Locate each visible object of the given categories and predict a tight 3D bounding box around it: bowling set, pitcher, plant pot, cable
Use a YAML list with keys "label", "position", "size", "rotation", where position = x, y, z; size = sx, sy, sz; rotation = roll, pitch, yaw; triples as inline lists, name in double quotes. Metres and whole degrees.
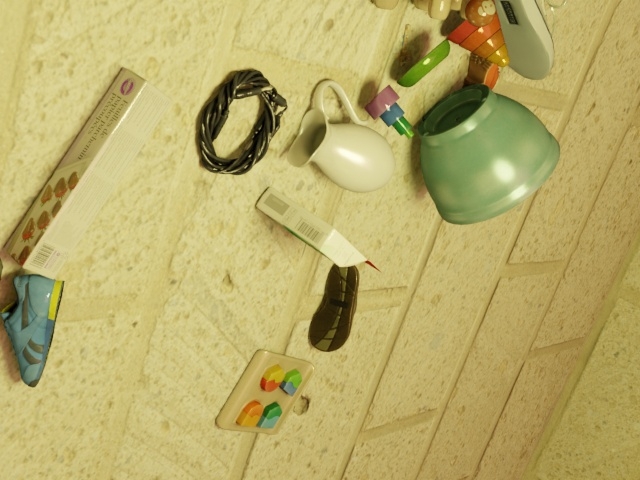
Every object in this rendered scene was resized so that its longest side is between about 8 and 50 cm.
- label: "bowling set"
  position: [0.253, -0.483, 1.503]
  size: [0.287, 0.200, 0.154]
  rotation: [-17, 125, -45]
- label: "pitcher"
  position: [0.051, -0.190, 1.555]
  size: [0.207, 0.125, 0.177]
  rotation: [19, 85, -41]
- label: "plant pot"
  position: [0.327, -0.203, 1.744]
  size: [0.293, 0.293, 0.196]
  rotation: [-46, 116, -15]
- label: "cable"
  position: [-0.135, -0.193, 1.388]
  size: [0.184, 0.047, 0.150]
  rotation: [-51, 143, -7]

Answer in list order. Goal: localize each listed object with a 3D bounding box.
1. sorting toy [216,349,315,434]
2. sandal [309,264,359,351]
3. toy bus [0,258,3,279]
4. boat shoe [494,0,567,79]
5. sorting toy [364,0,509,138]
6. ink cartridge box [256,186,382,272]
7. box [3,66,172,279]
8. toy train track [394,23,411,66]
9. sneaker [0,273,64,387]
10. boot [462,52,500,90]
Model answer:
- label: "sorting toy"
  position: [-0.111, 0.340, 1.808]
  size: [0.208, 0.038, 0.193]
  rotation: [28, 94, -53]
- label: "sandal"
  position: [0.039, 0.145, 1.819]
  size: [0.060, 0.090, 0.219]
  rotation: [-25, 129, -66]
- label: "toy bus"
  position: [-0.535, 0.046, 1.050]
  size: [0.211, 0.149, 0.220]
  rotation: [17, 101, -36]
- label: "boat shoe"
  position: [0.436, -0.509, 1.756]
  size: [0.156, 0.136, 0.367]
  rotation: [-57, 137, -15]
- label: "sorting toy"
  position: [0.251, -0.324, 1.627]
  size: [0.365, 0.126, 0.127]
  rotation: [-43, -175, -20]
- label: "ink cartridge box"
  position: [0.000, 0.000, 1.569]
  size: [0.056, 0.181, 0.225]
  rotation: [-53, 145, -5]
- label: "box"
  position: [-0.340, -0.097, 1.212]
  size: [0.324, 0.063, 0.067]
  rotation: [-57, 145, 0]
- label: "toy train track"
  position: [0.169, -0.381, 1.623]
  size: [0.048, 0.014, 0.083]
  rotation: [-21, 130, -39]
- label: "sneaker"
  position: [-0.450, 0.136, 1.270]
  size: [0.082, 0.069, 0.209]
  rotation: [11, 122, -16]
- label: "boot"
  position: [0.367, -0.384, 1.815]
  size: [0.084, 0.059, 0.158]
  rotation: [-20, 138, -43]
